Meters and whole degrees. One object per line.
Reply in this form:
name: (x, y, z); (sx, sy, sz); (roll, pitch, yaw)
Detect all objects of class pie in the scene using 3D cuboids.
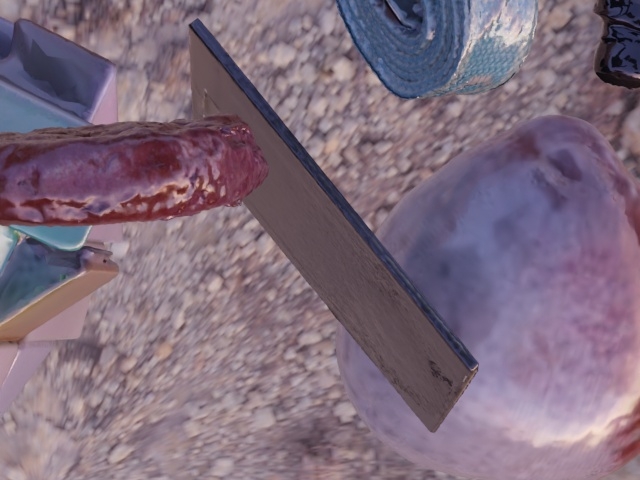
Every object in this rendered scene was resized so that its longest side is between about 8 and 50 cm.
pie: (-0.096, -0.028, 0.652); (0.154, 0.154, 0.036); (-6, 97, -11)

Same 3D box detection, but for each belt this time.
belt: (0.078, -0.176, 1.113); (0.082, 0.148, 0.163); (-12, 82, -34)

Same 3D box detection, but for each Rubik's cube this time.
Rubik's cube: (-0.338, -0.014, 1.232); (0.358, 0.368, 0.387); (29, 93, 11)

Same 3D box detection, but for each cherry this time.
cherry: (0.169, 0.068, 1.509); (0.326, 0.291, 0.335); (-11, 118, 14)

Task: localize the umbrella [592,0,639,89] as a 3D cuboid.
umbrella: (0.250, -0.297, 1.317); (0.113, 0.106, 0.357); (5, 85, -20)

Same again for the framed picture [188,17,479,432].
framed picture: (0.000, 0.000, 1.247); (0.013, 0.244, 0.324); (-36, 78, -13)
